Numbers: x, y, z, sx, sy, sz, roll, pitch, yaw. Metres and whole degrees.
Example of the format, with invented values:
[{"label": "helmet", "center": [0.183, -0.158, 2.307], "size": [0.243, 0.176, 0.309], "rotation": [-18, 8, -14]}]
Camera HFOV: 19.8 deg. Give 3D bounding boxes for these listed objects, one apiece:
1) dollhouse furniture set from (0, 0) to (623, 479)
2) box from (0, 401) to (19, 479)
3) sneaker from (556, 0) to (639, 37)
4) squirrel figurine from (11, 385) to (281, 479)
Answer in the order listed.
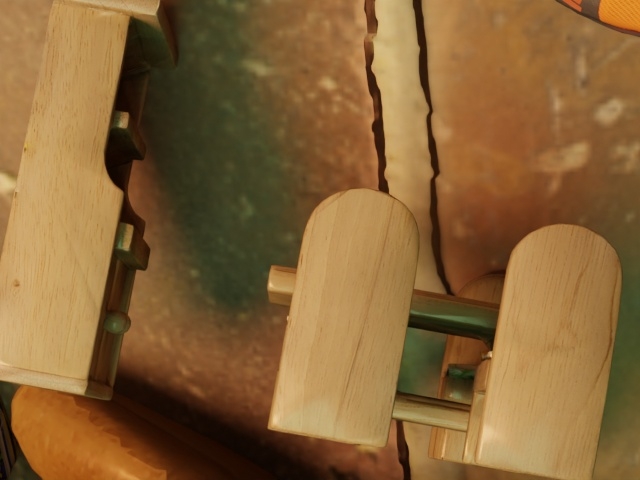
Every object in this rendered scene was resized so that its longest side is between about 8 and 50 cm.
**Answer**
[{"label": "dollhouse furniture set", "center": [0.000, 0.000, 0.761], "size": [0.242, 0.212, 0.161], "rotation": [10, 84, 0]}, {"label": "box", "center": [-0.200, 0.057, 0.890], "size": [0.054, 0.059, 0.169], "rotation": [-7, 119, 10]}, {"label": "sneaker", "center": [0.200, -0.184, 0.677], "size": [0.321, 0.124, 0.180], "rotation": [-20, 121, 30]}, {"label": "squirrel figurine", "center": [-0.062, 0.315, 0.865], "size": [0.397, 0.281, 0.370], "rotation": [28, 94, -35]}]
